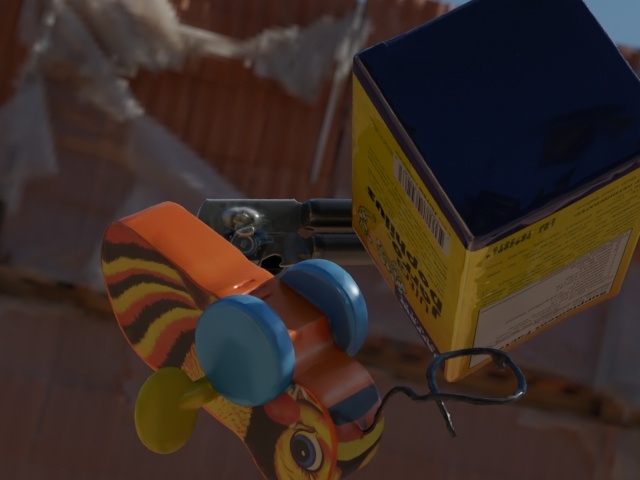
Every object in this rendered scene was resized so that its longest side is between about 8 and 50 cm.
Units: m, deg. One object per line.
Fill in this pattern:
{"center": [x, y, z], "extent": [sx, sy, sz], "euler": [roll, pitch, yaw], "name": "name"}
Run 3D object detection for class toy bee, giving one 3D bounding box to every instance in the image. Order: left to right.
{"center": [-0.030, 0.101, 1.158], "extent": [0.195, 0.162, 0.298], "euler": [-8, 31, -29], "name": "toy bee"}

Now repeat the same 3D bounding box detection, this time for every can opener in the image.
{"center": [0.000, 0.000, 1.930], "extent": [0.283, 0.076, 0.095], "euler": [0, -21, -15], "name": "can opener"}

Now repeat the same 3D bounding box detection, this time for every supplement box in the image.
{"center": [0.155, -0.049, 1.615], "extent": [0.194, 0.195, 0.356], "euler": [-27, -21, -11], "name": "supplement box"}
